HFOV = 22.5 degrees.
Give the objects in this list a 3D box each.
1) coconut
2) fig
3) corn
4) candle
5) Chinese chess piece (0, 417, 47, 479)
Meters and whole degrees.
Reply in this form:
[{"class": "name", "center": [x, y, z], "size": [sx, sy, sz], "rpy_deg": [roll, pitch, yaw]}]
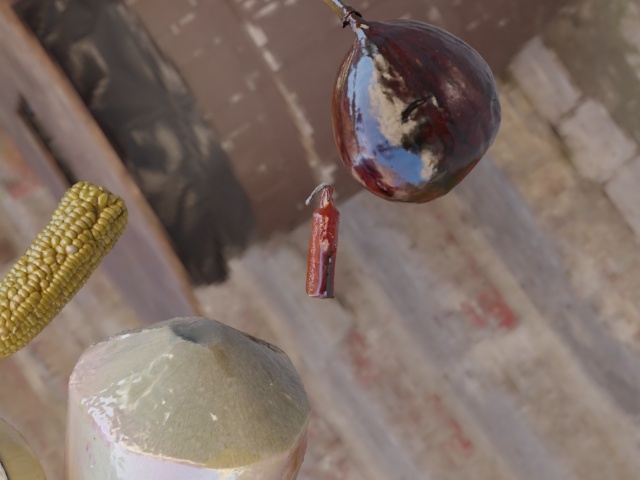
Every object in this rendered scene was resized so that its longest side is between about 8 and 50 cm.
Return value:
[{"class": "coconut", "center": [-0.159, 0.233, 1.919], "size": [0.297, 0.297, 0.309], "rpy_deg": [45, 131, 42]}, {"class": "fig", "center": [0.084, -0.170, 1.734], "size": [0.186, 0.204, 0.249], "rpy_deg": [-11, 125, 27]}, {"class": "corn", "center": [-0.361, 0.039, 2.127], "size": [0.101, 0.292, 0.101], "rpy_deg": [28, 151, 18]}, {"class": "candle", "center": [0.000, 0.000, 2.162], "size": [0.053, 0.048, 0.162], "rpy_deg": [-105, 18, -76]}, {"class": "Chinese chess piece", "center": [-0.448, 0.323, 1.885], "size": [0.270, 0.270, 0.112], "rpy_deg": [52, -171, 17]}]
